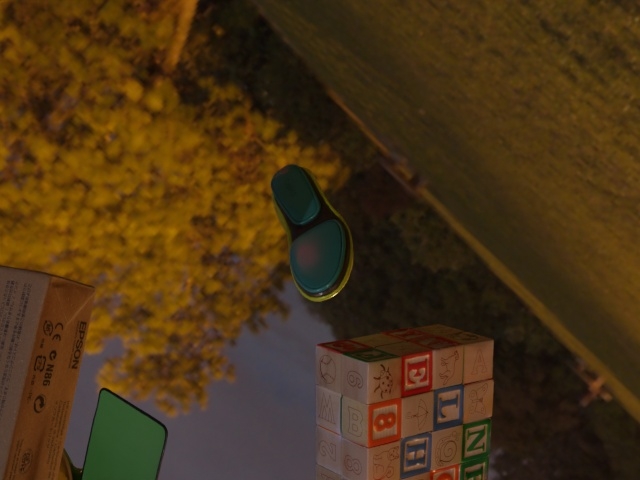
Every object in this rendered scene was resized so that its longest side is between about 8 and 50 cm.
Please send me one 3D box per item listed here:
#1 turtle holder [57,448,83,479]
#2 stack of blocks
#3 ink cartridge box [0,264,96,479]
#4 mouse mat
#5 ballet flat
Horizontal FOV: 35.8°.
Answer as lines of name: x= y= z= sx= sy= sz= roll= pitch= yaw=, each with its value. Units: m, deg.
turtle holder: x=-0.481 y=0.393 z=1.505 sx=0.320 sy=0.243 sz=0.227 roll=28 pitch=165 yaw=-4
stack of blocks: x=0.087 y=0.249 z=1.039 sx=0.171 sy=0.297 sz=0.087 roll=-5 pitch=-170 yaw=-36
ink cartridge box: x=-0.333 y=0.137 z=0.932 sx=0.193 sy=0.234 sz=0.088 roll=8 pitch=172 yaw=22
mouse mat: x=-0.276 y=0.314 z=1.366 sx=0.153 sy=0.189 sz=0.007 roll=22 pitch=-168 yaw=38
ballet flat: x=0.000 y=0.000 z=1.125 sx=0.077 sy=0.077 sz=0.231 roll=54 pitch=-170 yaw=-40
